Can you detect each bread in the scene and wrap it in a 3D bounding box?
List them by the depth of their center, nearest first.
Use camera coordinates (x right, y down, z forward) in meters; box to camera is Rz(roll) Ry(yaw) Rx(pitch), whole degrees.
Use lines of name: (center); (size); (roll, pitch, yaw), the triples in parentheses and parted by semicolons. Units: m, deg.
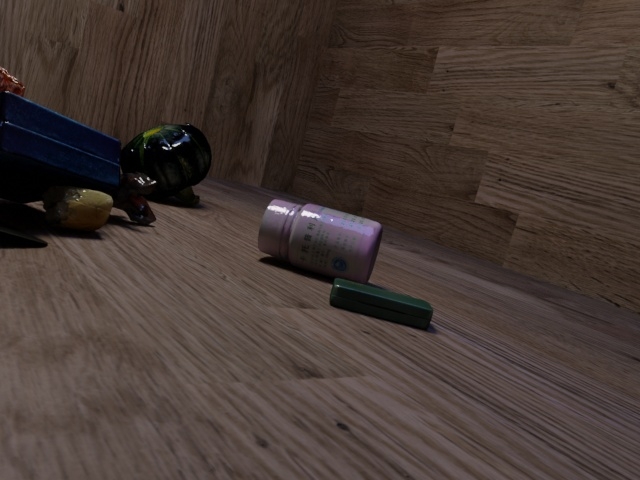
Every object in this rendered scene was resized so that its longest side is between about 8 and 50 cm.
bread: (-0.461, -0.057, 1.076); (0.106, 0.082, 0.125); (20, -16, -40)

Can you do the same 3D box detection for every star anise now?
star anise: (-0.490, -0.108, 1.273); (0.283, 0.129, 0.212); (8, -1, 21)

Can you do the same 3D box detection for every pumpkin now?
pumpkin: (-0.490, -0.237, 1.851); (0.296, 0.295, 0.296); (14, 7, -2)

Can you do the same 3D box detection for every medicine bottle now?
medicine bottle: (0.000, 0.000, 1.269); (0.255, 0.151, 0.152); (15, 7, 10)

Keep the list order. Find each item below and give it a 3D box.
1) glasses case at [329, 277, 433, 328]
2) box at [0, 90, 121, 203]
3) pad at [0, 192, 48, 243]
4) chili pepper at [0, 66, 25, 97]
glasses case: (0.110, 0.115, 1.044); (0.184, 0.039, 0.078); (14, 7, 0)
box: (-0.563, -0.159, 1.046); (0.262, 0.116, 0.279); (-4, -8, 20)
pad: (-0.637, -0.103, 0.881); (0.376, 0.063, 0.315); (18, -5, 27)
chili pepper: (-0.770, -0.274, 1.219); (0.229, 0.305, 0.251); (30, 7, 32)
